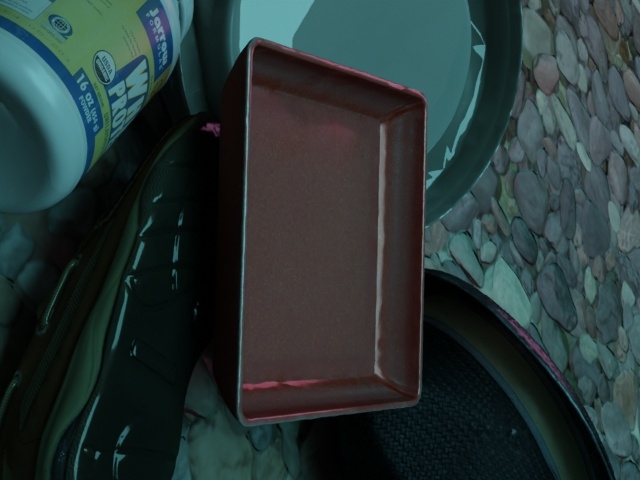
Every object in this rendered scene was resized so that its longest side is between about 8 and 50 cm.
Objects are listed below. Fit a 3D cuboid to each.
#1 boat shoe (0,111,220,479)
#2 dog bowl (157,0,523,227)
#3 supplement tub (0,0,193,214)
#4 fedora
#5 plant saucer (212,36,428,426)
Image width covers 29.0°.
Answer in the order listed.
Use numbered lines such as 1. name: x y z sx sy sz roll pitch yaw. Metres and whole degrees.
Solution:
1. boat shoe: -0.144 0.050 0.857 0.122 0.119 0.324 51 48 -41
2. dog bowl: 0.011 -0.171 1.058 0.348 0.102 0.349 -5 99 -33
3. supplement tub: -0.184 -0.128 0.839 0.144 0.144 0.200 58 39 -25
4. fedora: 0.115 0.195 1.109 0.152 0.334 0.334 -34 110 -22
5. plant saucer: 0.000 0.000 0.926 0.258 0.047 0.259 6 84 -58
